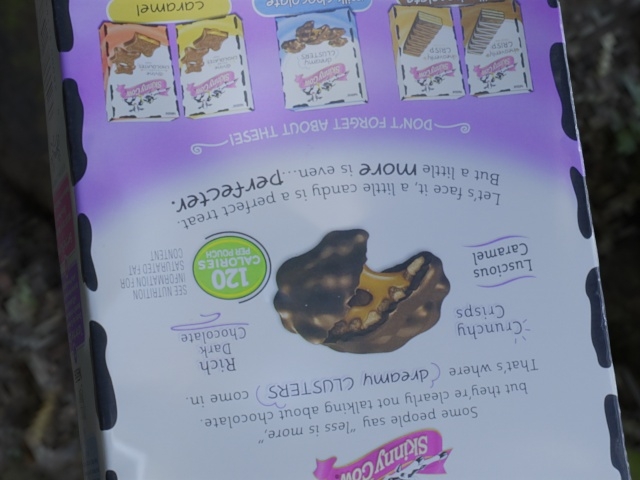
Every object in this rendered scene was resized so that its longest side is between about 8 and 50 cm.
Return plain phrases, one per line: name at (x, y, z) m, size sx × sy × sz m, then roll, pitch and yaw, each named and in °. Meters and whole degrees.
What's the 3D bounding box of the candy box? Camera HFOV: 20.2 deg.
candy box at (0.000, 0.000, 0.579) m, size 0.070 × 0.165 × 0.196 m, roll 144°, pitch -60°, yaw -73°
